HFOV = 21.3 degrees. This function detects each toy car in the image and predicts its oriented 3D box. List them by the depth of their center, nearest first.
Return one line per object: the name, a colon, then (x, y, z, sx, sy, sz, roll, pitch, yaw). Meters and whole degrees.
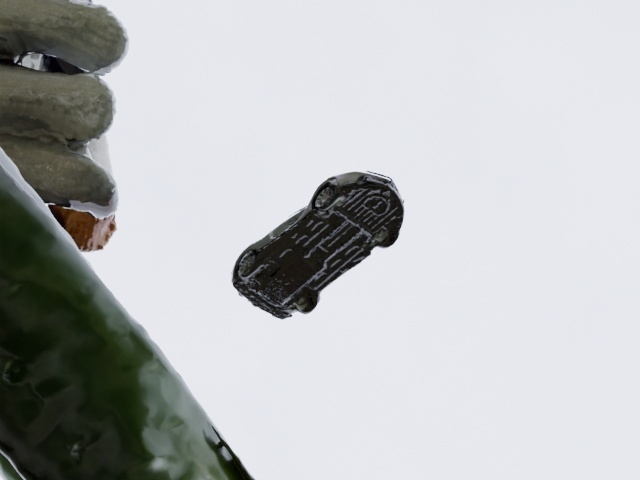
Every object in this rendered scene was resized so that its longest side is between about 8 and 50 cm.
toy car: (0.000, 0.000, 0.775, 0.093, 0.025, 0.041, -40, -57, 23)

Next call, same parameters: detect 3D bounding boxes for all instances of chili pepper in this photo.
chili pepper: (-0.046, 0.085, 0.446, 0.076, 0.085, 0.359, -29, -95, 16)

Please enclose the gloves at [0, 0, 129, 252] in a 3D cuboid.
gloves: (-0.166, -0.079, 0.877, 0.131, 0.140, 0.218, 3, -127, -7)
